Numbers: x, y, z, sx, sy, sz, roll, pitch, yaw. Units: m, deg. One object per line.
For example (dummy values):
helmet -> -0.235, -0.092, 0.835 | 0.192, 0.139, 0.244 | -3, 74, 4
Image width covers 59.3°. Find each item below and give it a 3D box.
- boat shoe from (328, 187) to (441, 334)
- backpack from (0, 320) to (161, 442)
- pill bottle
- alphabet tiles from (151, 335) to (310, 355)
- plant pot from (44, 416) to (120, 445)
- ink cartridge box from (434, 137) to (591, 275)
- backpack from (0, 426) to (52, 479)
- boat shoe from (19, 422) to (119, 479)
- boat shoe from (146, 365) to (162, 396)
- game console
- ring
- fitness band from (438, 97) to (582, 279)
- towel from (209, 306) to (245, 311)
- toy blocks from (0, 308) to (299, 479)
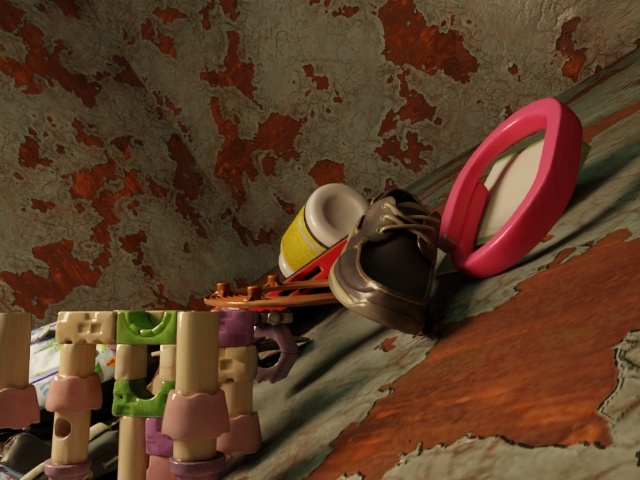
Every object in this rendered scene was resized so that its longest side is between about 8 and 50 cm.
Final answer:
boat shoe -> 0.093, 0.003, 0.765 | 0.355, 0.132, 0.130 | -83, 13, -72
backpack -> -0.508, 0.281, 1.151 | 0.355, 0.273, 0.290 | -35, -12, -15
pill bottle -> 0.000, 0.000, 1.549 | 0.188, 0.188, 0.334 | -37, -7, -33
alphabet tiles -> -0.148, 0.194, 1.018 | 0.237, 0.009, 0.198 | -15, -19, 29
plant pot -> -0.565, 0.395, 1.396 | 0.275, 0.275, 0.293 | -36, -12, -21
ink cartridge box -> 0.278, -0.039, 0.829 | 0.235, 0.056, 0.171 | -59, 11, -17
backpack -> -0.462, 0.405, 0.882 | 0.173, 0.158, 0.117 | -47, 17, 21
boat shoe -> -0.345, 0.357, 0.750 | 0.116, 0.099, 0.319 | -63, -5, 13
boat shoe -> -0.260, 0.284, 0.925 | 0.123, 0.123, 0.342 | -34, 9, -17
game console -> -0.001, 0.097, 1.263 | 0.386, 0.060, 0.342 | -34, -11, -12
ring -> -0.021, 0.073, 0.918 | 0.337, 0.032, 0.336 | -4, 1, 0
fitness band -> 0.253, -0.077, 0.763 | 0.209, 0.054, 0.291 | -43, 17, 50
towel -> -0.329, 0.287, 1.471 | 0.329, 0.037, 0.237 | -36, 26, -8
toy blocks -> -0.197, 0.215, 0.684 | 0.289, 0.260, 0.309 | -2, -7, 12
